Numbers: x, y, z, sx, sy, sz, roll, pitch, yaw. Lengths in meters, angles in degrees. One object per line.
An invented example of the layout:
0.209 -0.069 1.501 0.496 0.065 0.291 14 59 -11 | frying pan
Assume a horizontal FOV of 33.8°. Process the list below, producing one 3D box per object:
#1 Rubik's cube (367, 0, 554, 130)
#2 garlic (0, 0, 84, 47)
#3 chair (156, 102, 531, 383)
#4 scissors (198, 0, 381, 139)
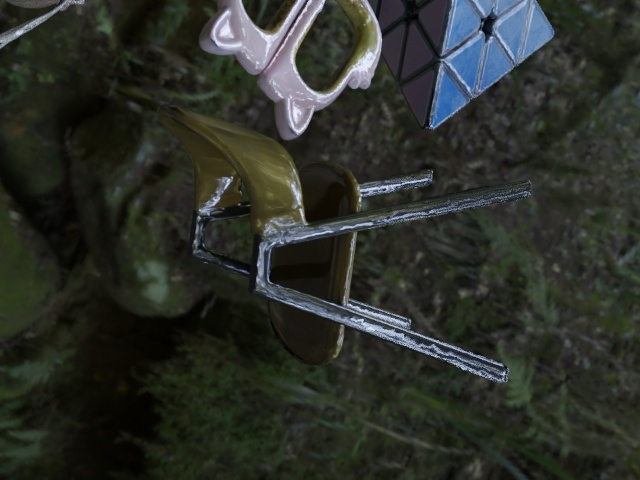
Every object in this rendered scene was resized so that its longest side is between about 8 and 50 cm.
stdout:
0.128 -0.220 0.989 0.178 0.211 0.190 92 7 -52 | Rubik's cube
-0.212 -0.201 0.704 0.207 0.207 0.257 104 -1 -72 | garlic
0.000 0.000 0.755 0.158 0.246 0.172 -160 -105 -67 | chair
0.014 -0.218 0.778 0.024 0.160 0.318 -11 -137 45 | scissors
